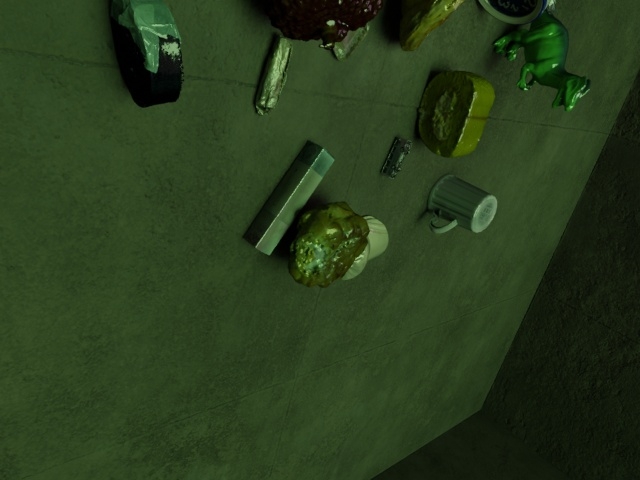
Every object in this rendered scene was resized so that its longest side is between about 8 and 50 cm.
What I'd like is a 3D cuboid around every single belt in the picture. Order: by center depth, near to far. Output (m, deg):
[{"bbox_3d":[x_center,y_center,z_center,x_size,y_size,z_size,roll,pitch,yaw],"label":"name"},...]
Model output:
[{"bbox_3d":[-0.309,-0.338,0.896,0.078,0.151,0.198,-23,129,-33],"label":"belt"}]

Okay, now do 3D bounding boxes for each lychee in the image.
[{"bbox_3d":[0.006,-0.519,1.008,0.264,0.264,0.300,3,83,-47],"label":"lychee"}]

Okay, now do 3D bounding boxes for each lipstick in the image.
[{"bbox_3d":[-0.083,-0.113,1.352,0.317,0.066,0.068,-56,143,0],"label":"lipstick"}]

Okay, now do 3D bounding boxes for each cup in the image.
[{"bbox_3d":[0.512,-0.110,1.857,0.167,0.202,0.221,14,105,-47],"label":"cup"}]

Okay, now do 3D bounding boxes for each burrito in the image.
[{"bbox_3d":[-0.106,-0.375,1.165,0.058,0.045,0.188,13,111,-23],"label":"burrito"}]

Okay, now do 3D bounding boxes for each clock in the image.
[{"bbox_3d":[0.552,-0.734,1.442,0.083,0.230,0.230,-54,141,-9],"label":"clock"}]

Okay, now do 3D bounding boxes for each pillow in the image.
[{"bbox_3d":[0.043,-0.539,1.210,0.130,0.033,0.217,-53,141,-1],"label":"pillow"}]

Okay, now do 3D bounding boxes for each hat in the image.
[{"bbox_3d":[0.139,0.044,1.638,0.226,0.164,0.219,0,120,-22],"label":"hat"}]

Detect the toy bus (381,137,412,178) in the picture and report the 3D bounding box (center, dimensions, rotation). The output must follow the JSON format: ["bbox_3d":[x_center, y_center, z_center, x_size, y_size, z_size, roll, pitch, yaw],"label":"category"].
[{"bbox_3d":[0.240,-0.261,1.593,0.037,0.052,0.131,3,116,-52],"label":"toy bus"}]

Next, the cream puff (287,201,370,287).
[{"bbox_3d":[-0.001,0.000,1.420,0.282,0.185,0.282,-33,152,-20],"label":"cream puff"}]

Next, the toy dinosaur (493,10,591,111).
[{"bbox_3d":[0.778,-0.679,1.616,0.144,0.374,0.500,26,99,-43],"label":"toy dinosaur"}]

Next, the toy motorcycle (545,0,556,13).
[{"bbox_3d":[0.619,-0.847,1.484,0.340,0.108,0.223,45,39,-37],"label":"toy motorcycle"}]

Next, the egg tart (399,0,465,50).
[{"bbox_3d":[0.301,-0.626,1.281,0.319,0.319,0.128,-44,98,-14],"label":"egg tart"}]

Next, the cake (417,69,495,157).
[{"bbox_3d":[0.416,-0.396,1.580,0.156,0.179,0.260,-10,126,-41],"label":"cake"}]
